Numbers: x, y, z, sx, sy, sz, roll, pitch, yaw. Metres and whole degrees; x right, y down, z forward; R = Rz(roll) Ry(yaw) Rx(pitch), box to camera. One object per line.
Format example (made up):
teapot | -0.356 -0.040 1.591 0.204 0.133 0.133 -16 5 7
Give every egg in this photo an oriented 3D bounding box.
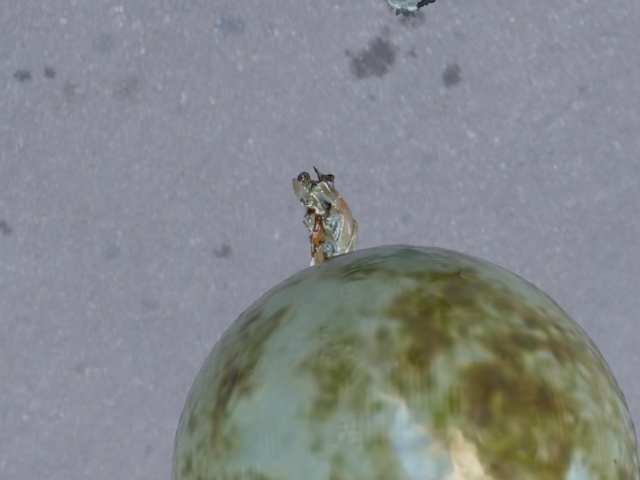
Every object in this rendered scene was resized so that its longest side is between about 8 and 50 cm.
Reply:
egg | 0.039 0.132 0.631 0.238 0.238 0.289 0 153 -10

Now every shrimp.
shrimp | 0.000 0.000 0.992 0.041 0.099 0.180 12 152 15

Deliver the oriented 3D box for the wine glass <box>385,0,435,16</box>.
wine glass | 0.016 -0.364 1.027 0.357 0.190 0.190 36 113 -29
